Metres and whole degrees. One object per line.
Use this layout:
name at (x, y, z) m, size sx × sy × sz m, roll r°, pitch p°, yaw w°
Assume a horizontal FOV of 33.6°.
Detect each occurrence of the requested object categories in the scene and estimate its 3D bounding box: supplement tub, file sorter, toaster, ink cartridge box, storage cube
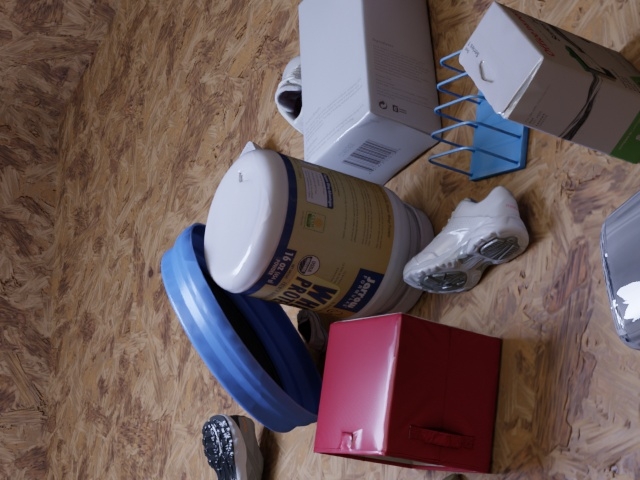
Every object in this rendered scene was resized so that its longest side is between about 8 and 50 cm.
supplement tub at (0.000, 0.000, 1.683) m, size 0.228 × 0.316 × 0.228 m, roll -36°, pitch 47°, yaw 50°
file sorter at (0.235, -0.190, 1.577) m, size 0.118 × 0.104 × 0.170 m, roll -13°, pitch 66°, yaw 59°
toaster at (0.399, 0.032, 1.156) m, size 0.146 × 0.129 × 0.227 m, roll -42°, pitch 44°, yaw 51°
ink cartridge box at (0.305, -0.198, 1.330) m, size 0.093 × 0.219 × 0.160 m, roll -60°, pitch 32°, yaw 27°
storage cube at (0.120, 0.220, 1.504) m, size 0.215 × 0.183 × 0.193 m, roll -14°, pitch 64°, yaw 58°

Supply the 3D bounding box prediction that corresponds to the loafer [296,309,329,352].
loafer at (-0.022, 0.160, 1.939) m, size 0.045 × 0.039 × 0.125 m, roll -66°, pitch 30°, yaw 18°

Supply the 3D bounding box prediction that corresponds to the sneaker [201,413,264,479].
sneaker at (-0.143, 0.456, 1.974) m, size 0.100 × 0.108 × 0.272 m, roll -12°, pitch 81°, yaw 39°

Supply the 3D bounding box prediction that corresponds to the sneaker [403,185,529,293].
sneaker at (0.213, -0.002, 1.564) m, size 0.232 × 0.090 × 0.115 m, roll -32°, pitch 43°, yaw 40°

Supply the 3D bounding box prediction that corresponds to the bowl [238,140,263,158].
bowl at (-0.145, -0.126, 2.283) m, size 0.142 × 0.053 × 0.142 m, roll -59°, pitch 33°, yaw 27°

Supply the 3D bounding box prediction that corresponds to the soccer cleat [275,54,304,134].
soccer cleat at (-0.034, -0.295, 2.068) m, size 0.116 × 0.143 × 0.331 m, roll -64°, pitch 30°, yaw 20°

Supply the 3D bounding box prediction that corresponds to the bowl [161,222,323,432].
bowl at (-0.130, 0.150, 1.786) m, size 0.077 × 0.391 × 0.391 m, roll -34°, pitch 39°, yaw 8°

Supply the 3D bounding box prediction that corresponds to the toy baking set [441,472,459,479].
toy baking set at (0.099, 0.398, 1.486) m, size 0.256 × 0.196 × 0.030 m, roll -33°, pitch 86°, yaw 48°

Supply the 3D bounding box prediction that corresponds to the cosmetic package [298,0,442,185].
cosmetic package at (0.078, -0.308, 1.865) m, size 0.217 × 0.156 × 0.385 m, roll -37°, pitch 45°, yaw 49°
